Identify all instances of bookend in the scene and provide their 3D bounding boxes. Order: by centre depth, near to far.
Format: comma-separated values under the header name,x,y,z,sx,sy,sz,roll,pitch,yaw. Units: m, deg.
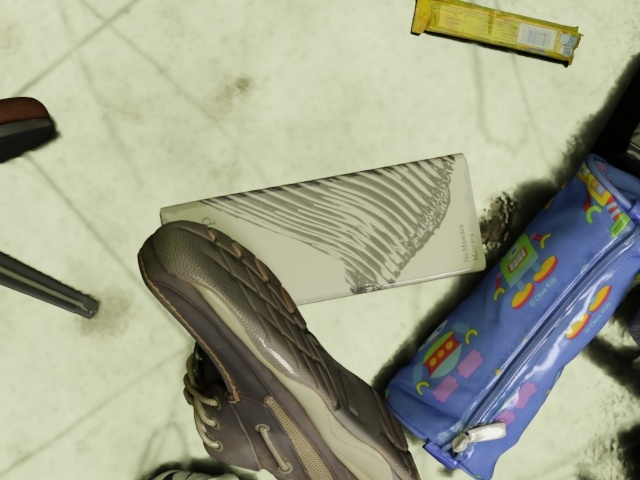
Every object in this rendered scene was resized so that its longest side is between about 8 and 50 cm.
name,x,y,z,sx,sy,sz,roll,pitch,yaw
bookend,0.318,-0.118,1.351,0.072,0.156,0.157,31,85,-2

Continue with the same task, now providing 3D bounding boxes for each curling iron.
name,x,y,z,sx,sy,sz,roll,pitch,yaw
curling iron,-0.331,0.020,1.355,0.274,0.035,0.068,17,90,-3

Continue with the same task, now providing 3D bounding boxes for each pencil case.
name,x,y,z,sx,sy,sz,roll,pitch,yaw
pencil case,0.183,0.072,1.308,0.119,0.133,0.306,36,102,-13

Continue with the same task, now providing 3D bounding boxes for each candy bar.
name,x,y,z,sx,sy,sz,roll,pitch,yaw
candy bar,0.166,-0.197,1.411,0.161,0.018,0.040,12,90,-4

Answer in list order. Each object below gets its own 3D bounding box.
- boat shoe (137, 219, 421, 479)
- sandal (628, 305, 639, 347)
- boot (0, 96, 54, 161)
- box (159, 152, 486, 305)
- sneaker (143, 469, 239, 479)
name,x,y,z,sx,sy,sz,roll,pitch,yaw
boat shoe,-0.049,0.133,1.269,0.130,0.132,0.355,-33,121,11
sandal,0.348,0.123,1.315,0.097,0.254,0.054,20,68,39
boot,-0.379,-0.200,1.352,0.264,0.096,0.281,-6,81,3
box,0.000,0.000,1.351,0.275,0.094,0.113,-12,89,-5
sneaker,-0.072,0.303,1.297,0.094,0.153,0.235,-7,79,-43
